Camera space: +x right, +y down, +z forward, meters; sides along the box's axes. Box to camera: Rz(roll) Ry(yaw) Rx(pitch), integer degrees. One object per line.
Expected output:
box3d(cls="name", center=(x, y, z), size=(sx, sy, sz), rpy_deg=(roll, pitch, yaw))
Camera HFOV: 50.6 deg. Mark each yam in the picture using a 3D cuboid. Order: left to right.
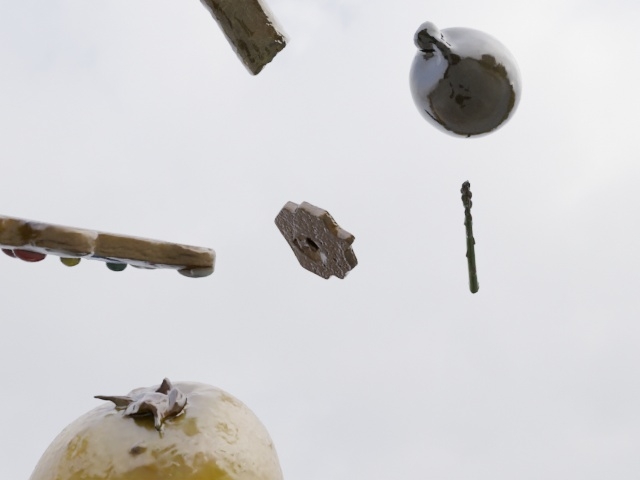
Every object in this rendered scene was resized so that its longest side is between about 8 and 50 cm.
box3d(cls="yam", center=(-0.164, -0.384, 0.882), size=(0.081, 0.081, 0.357), rpy_deg=(-27, -69, 24))

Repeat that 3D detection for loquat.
box3d(cls="loquat", center=(-0.161, 0.270, 0.695), size=(0.274, 0.275, 0.275), rpy_deg=(0, -46, 0))

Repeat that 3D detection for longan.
box3d(cls="longan", center=(0.212, -0.246, 1.024), size=(0.159, 0.185, 0.204), rpy_deg=(-45, -65, 5))

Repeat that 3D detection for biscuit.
box3d(cls="biscuit", center=(-0.182, 0.001, 0.459), size=(0.138, 0.031, 0.204), rpy_deg=(8, -4, 45))
box3d(cls="biscuit", center=(0.002, -0.002, 1.320), size=(0.215, 0.034, 0.182), rpy_deg=(-1, -55, 55))

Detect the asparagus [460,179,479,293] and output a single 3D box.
box3d(cls="asparagus", center=(0.277, -0.001, 1.256), size=(0.024, 0.025, 0.249), rpy_deg=(-27, -54, -20))
